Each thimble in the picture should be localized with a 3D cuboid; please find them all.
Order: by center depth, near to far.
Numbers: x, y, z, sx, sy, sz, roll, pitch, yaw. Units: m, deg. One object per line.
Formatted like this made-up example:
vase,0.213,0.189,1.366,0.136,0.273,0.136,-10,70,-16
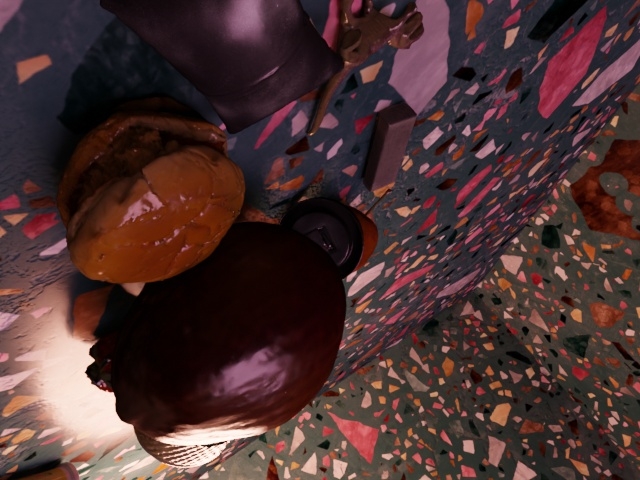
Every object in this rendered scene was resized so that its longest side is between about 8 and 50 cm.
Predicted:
thimble,-0.299,0.383,1.145,0.271,0.270,0.150,-14,148,-44

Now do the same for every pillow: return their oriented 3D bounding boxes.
pillow,-0.089,-0.226,0.550,0.186,0.105,0.250,-28,155,12

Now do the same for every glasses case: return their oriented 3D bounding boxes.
glasses case,0.138,-0.189,1.013,0.071,0.047,0.205,-24,153,-20

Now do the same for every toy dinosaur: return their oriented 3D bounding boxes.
toy dinosaur,0.052,-0.270,0.727,0.251,0.072,0.200,-50,163,6

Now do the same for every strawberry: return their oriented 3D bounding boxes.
strawberry,-0.378,0.238,0.953,0.131,0.131,0.148,-48,147,21

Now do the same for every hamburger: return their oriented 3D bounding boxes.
hamburger,-0.210,-0.050,0.624,0.244,0.163,0.244,-33,155,-18

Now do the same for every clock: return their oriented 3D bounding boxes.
clock,0.000,0.000,0.998,0.184,0.184,0.040,-47,-179,18

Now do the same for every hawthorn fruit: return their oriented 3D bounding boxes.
hawthorn fruit,0.079,-0.040,1.139,0.285,0.165,0.165,-49,170,-46

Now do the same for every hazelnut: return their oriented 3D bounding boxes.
hazelnut,-0.158,0.163,0.829,0.421,0.352,0.421,-21,175,-2

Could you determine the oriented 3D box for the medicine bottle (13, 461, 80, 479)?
medicine bottle,-0.768,0.607,1.090,0.108,0.108,0.426,-46,153,15
